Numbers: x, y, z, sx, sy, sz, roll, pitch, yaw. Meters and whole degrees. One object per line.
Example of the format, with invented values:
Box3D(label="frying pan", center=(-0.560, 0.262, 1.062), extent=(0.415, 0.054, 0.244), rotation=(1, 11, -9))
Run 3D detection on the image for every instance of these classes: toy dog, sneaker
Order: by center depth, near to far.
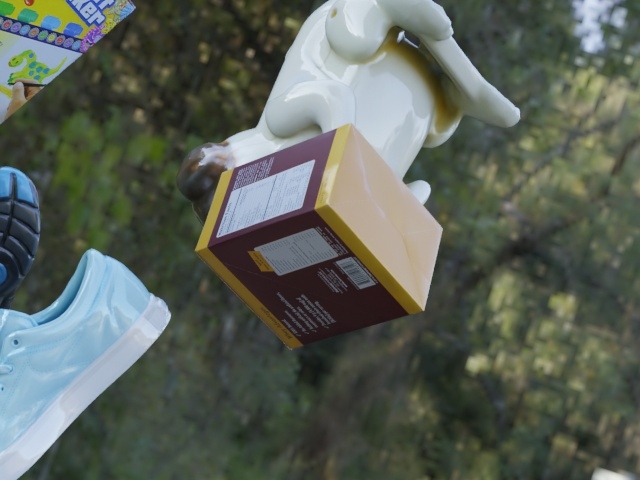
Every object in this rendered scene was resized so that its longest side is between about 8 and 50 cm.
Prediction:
Box3D(label="sneaker", center=(-0.348, 0.157, 1.954), extent=(0.150, 0.366, 0.135), rotation=(49, -19, -14))
Box3D(label="sneaker", center=(-0.428, 0.045, 2.090), extent=(0.125, 0.341, 0.140), rotation=(18, 26, -13))
Box3D(label="toy dog", center=(-0.008, -0.146, 2.327), extent=(0.395, 0.408, 0.284), rotation=(34, -11, 40))

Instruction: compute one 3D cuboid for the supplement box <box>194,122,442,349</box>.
Box3D(label="supplement box", center=(0.000, 0.000, 1.947), extent=(0.194, 0.129, 0.191), rotation=(-18, -51, 34))

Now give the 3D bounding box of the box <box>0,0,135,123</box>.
Box3D(label="box", center=(-0.382, -0.253, 1.592), extent=(0.290, 0.279, 0.177), rotation=(49, -1, 30))
